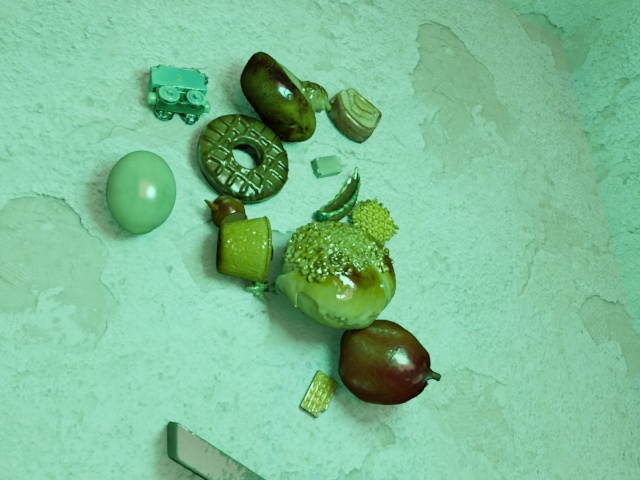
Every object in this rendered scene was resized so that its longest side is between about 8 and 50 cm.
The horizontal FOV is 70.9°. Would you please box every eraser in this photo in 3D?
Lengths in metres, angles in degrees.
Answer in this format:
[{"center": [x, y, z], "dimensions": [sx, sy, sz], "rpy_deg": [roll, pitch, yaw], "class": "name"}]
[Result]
[{"center": [-0.266, 0.601, 1.179], "dimensions": [0.352, 0.111, 0.077], "rpy_deg": [40, 58, -12], "class": "eraser"}]

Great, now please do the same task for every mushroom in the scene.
[{"center": [-0.123, -0.527, 1.597], "dimensions": [0.259, 0.345, 0.345], "rpy_deg": [-36, 92, 0], "class": "mushroom"}]

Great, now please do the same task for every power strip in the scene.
[{"center": [0.042, -0.290, 1.753], "dimensions": [0.175, 0.042, 0.075], "rpy_deg": [-15, 79, -35], "class": "power strip"}]

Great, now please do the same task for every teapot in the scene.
[{"center": [-0.300, -0.097, 1.445], "dimensions": [0.173, 0.116, 0.116], "rpy_deg": [13, 62, -56], "class": "teapot"}]

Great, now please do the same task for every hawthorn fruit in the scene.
[{"center": [0.196, 0.389, 1.424], "dimensions": [0.294, 0.311, 0.295], "rpy_deg": [-3, 98, -20], "class": "hawthorn fruit"}]

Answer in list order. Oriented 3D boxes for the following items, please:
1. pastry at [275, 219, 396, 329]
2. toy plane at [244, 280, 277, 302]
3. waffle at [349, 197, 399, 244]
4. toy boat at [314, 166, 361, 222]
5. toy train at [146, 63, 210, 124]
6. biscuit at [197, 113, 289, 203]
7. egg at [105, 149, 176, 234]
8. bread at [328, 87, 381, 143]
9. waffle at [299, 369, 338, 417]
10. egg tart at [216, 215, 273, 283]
[{"center": [0.056, 0.090, 1.421], "dimensions": [0.409, 0.245, 0.410], "rpy_deg": [13, 31, -8], "class": "pastry"}, {"center": [-0.190, 0.152, 1.444], "dimensions": [0.111, 0.040, 0.102], "rpy_deg": [7, 49, -30], "class": "toy plane"}, {"center": [0.198, -0.070, 1.745], "dimensions": [0.197, 0.070, 0.193], "rpy_deg": [48, 55, -3], "class": "waffle"}, {"center": [0.085, -0.157, 1.692], "dimensions": [0.293, 0.108, 0.099], "rpy_deg": [-51, 126, -34], "class": "toy boat"}, {"center": [-0.469, -0.485, 1.488], "dimensions": [0.203, 0.112, 0.163], "rpy_deg": [-1, 65, -32], "class": "toy train"}, {"center": [-0.261, -0.280, 1.533], "dimensions": [0.331, 0.103, 0.332], "rpy_deg": [11, 67, -28], "class": "biscuit"}, {"center": [-0.507, -0.137, 1.278], "dimensions": [0.186, 0.186, 0.253], "rpy_deg": [13, 65, -26], "class": "egg"}, {"center": [0.135, -0.517, 1.849], "dimensions": [0.244, 0.123, 0.190], "rpy_deg": [30, 60, -16], "class": "bread"}, {"center": [-0.003, 0.491, 1.432], "dimensions": [0.092, 0.021, 0.135], "rpy_deg": [38, 57, -13], "class": "waffle"}, {"center": [-0.228, 0.023, 1.381], "dimensions": [0.170, 0.215, 0.215], "rpy_deg": [5, 69, -18], "class": "egg tart"}]
